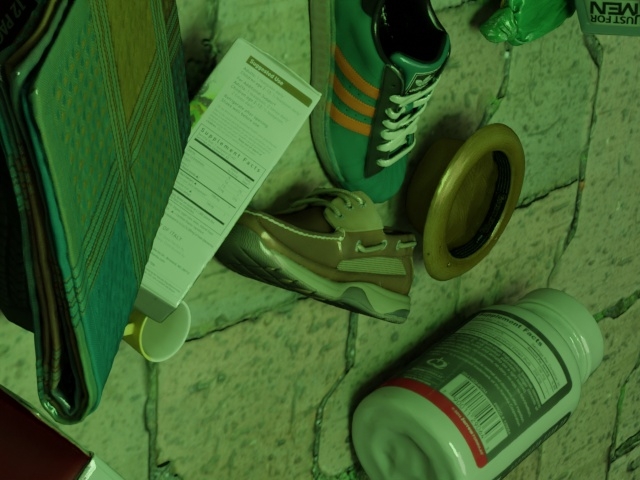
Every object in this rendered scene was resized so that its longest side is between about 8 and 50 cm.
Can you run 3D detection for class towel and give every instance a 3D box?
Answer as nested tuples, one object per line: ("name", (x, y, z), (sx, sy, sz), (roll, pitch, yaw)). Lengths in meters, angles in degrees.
("towel", (-0.148, -0.089, 1.014), (0.370, 0.040, 0.271), (-81, 170, -54))

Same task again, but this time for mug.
("mug", (-0.166, 0.068, 1.332), (0.062, 0.064, 0.078), (-59, 143, -10))

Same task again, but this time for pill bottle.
("pill bottle", (0.201, 0.185, 1.761), (0.319, 0.176, 0.176), (-33, 132, -37))

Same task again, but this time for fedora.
("fedora", (0.152, -0.052, 1.654), (0.194, 0.079, 0.194), (-34, 139, -36))

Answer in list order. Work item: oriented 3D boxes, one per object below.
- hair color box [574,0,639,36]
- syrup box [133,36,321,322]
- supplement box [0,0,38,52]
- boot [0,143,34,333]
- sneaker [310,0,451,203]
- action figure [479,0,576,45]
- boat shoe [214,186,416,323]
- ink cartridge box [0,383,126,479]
("hair color box", (0.339, -0.430, 1.596), (0.185, 0.114, 0.374), (-38, 122, -33))
("syrup box", (-0.106, -0.053, 1.282), (0.236, 0.096, 0.093), (-57, -174, -18))
("supplement box", (-0.313, -0.164, 0.915), (0.129, 0.191, 0.194), (-58, 144, -13))
("boot", (-0.210, -0.032, 1.225), (0.137, 0.077, 0.197), (-35, 140, -50))
("sneaker", (0.065, -0.156, 1.452), (0.108, 0.121, 0.302), (-36, 134, -35))
("action figure", (0.256, -0.289, 1.669), (0.232, 0.063, 0.137), (-42, 139, -35))
("boat shoe", (0.000, 0.000, 1.472), (0.324, 0.123, 0.116), (23, 84, -61))
("ink cartridge box", (-0.266, 0.170, 1.056), (0.130, 0.309, 0.272), (-54, 141, -17))
